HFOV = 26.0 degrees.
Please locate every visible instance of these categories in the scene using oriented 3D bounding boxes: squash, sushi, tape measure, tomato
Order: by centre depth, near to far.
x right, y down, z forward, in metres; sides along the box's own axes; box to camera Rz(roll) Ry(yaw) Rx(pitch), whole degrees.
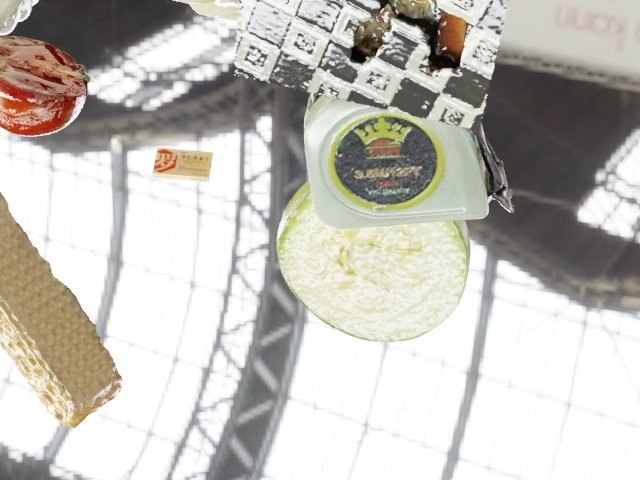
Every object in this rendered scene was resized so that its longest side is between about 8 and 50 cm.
[{"bbox_3d":[0.053,-0.233,1.427,0.279,0.192,0.043,15,-144,12],"label":"sushi"},{"bbox_3d":[0.101,-0.122,1.594,0.235,0.207,0.115,-5,-148,5],"label":"tape measure"},{"bbox_3d":[-0.356,-0.179,1.689,0.139,0.091,0.159,9,-148,-23],"label":"tomato"},{"bbox_3d":[0.068,0.019,1.776,0.252,0.252,0.049,7,-153,9],"label":"squash"}]

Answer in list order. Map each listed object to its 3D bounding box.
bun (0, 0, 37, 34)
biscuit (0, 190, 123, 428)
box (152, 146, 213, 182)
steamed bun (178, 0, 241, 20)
[{"bbox_3d":[-0.586,-0.434,2.361,0.263,0.263,0.175,6,165,6],"label":"bun"},{"bbox_3d":[-0.347,0.030,1.502,0.054,0.379,0.094,-33,-177,39],"label":"biscuit"},{"bbox_3d":[-0.222,-0.122,2.238,0.093,0.015,0.058,5,-129,0],"label":"box"},{"bbox_3d":[-0.161,-0.505,2.143,0.339,0.352,0.247,-10,-155,12],"label":"steamed bun"}]
